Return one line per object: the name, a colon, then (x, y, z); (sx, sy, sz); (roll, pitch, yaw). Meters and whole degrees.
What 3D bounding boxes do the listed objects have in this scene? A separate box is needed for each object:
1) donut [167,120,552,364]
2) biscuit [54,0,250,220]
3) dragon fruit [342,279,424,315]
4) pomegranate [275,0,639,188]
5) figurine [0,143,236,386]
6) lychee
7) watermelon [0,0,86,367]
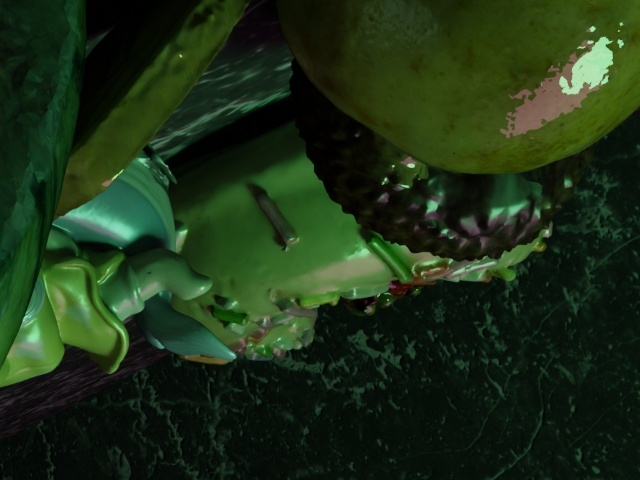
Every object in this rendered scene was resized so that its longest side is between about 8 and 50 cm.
donut: (0.002, -0.003, 1.309); (0.371, 0.150, 0.307); (-22, 165, 32)
biscuit: (-0.085, -0.071, 0.693); (0.142, 0.029, 0.221); (-43, -165, 14)
dragon fruit: (0.055, 0.007, 1.920); (0.172, 0.166, 0.160); (21, -98, 55)
pomegranate: (0.070, -0.105, 0.675); (0.196, 0.196, 0.196); (-25, 175, -2)
figurine: (-0.148, 0.017, 0.883); (0.184, 0.208, 0.128); (-60, -153, -12)
lychee: (0.072, -0.087, 0.912); (0.194, 0.194, 0.194); (-25, 175, -2)
watermelon: (-0.191, -0.030, 0.548); (0.213, 0.201, 0.262); (-32, -145, 43)
